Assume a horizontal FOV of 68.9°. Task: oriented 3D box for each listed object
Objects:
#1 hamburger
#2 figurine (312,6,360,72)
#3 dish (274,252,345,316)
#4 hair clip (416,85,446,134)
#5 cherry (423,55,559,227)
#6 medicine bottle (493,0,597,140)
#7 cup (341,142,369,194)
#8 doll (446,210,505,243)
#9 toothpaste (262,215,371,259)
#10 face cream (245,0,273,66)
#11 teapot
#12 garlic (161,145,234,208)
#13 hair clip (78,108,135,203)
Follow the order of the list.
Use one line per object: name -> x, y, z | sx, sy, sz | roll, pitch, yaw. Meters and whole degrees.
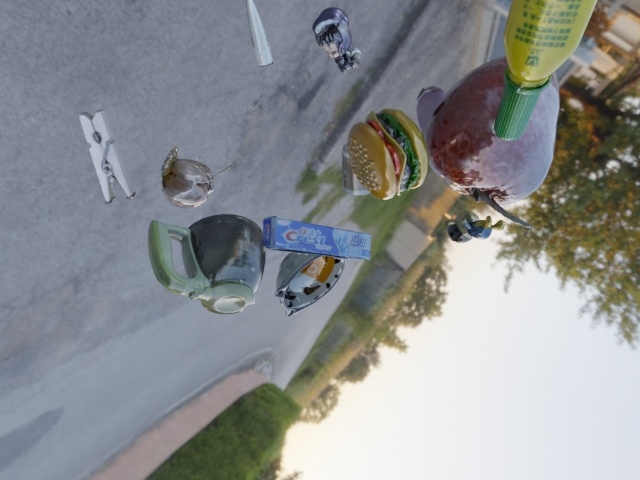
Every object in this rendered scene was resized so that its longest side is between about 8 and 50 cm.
hamburger -> 0.118, -0.153, 0.830 | 0.115, 0.162, 0.162 | -27, 164, -14
figurine -> 0.067, -0.738, 1.710 | 0.145, 0.145, 0.222 | -50, 127, -5
dish -> -0.056, 0.111, 1.619 | 0.302, 0.120, 0.303 | -29, 147, -22
hair clip -> 0.410, -0.333, 1.461 | 0.095, 0.359, 0.110 | -30, 162, -24
cherry -> 0.404, -0.239, 1.082 | 0.335, 0.291, 0.326 | -54, 140, -19
medicine bottle -> 0.336, -0.288, 0.737 | 0.076, 0.111, 0.309 | -54, 157, -31
cup -> 0.091, -0.165, 1.008 | 0.102, 0.074, 0.099 | -42, 141, -38
doll -> 0.406, -0.041, 1.250 | 0.179, 0.101, 0.089 | -17, -117, 58
toothpaste -> 0.000, 0.000, 1.018 | 0.272, 0.053, 0.066 | 9, 82, -39
face cream -> -0.212, -0.704, 1.542 | 0.058, 0.092, 0.244 | -15, 124, -3
teapot -> -0.280, 0.059, 1.271 | 0.239, 0.240, 0.322 | -23, 140, 10
garlic -> -0.427, -0.235, 1.556 | 0.256, 0.207, 0.207 | -40, 168, -10
hair clip -> -0.768, -0.300, 1.681 | 0.085, 0.101, 0.331 | -95, 177, -63
